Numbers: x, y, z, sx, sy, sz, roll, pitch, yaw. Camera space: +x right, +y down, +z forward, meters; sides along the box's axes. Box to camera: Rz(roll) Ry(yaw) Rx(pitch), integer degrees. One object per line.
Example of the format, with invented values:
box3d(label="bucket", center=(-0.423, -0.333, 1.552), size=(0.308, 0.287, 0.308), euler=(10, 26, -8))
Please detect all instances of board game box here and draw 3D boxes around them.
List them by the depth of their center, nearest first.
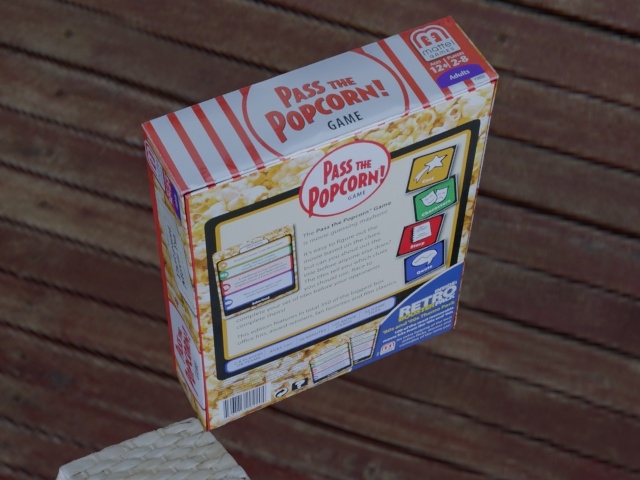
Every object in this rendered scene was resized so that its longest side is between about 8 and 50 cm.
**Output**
box3d(label="board game box", center=(0.000, 0.000, 0.612), size=(0.147, 0.045, 0.193), euler=(-21, 146, -17))

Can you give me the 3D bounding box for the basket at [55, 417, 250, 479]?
box3d(label="basket", center=(-0.158, 0.248, 1.213), size=(0.113, 0.167, 0.103), euler=(42, 131, 34))
